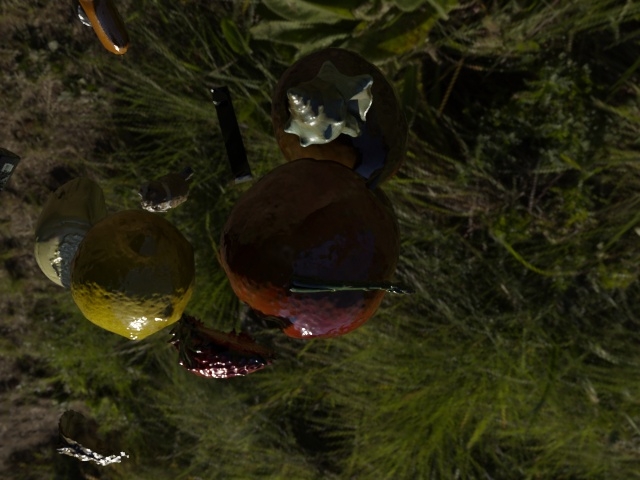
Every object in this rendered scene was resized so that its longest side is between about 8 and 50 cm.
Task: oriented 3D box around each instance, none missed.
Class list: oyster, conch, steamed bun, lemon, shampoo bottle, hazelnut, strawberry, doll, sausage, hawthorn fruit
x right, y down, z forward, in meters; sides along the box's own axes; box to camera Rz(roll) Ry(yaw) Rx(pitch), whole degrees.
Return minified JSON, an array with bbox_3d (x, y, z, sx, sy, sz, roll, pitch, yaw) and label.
[{"bbox_3d":[-0.631,0.563,1.786,0.111,0.204,0.396,-54,180,-23],"label":"oyster"},{"bbox_3d":[0.013,-0.220,1.016,0.137,0.114,0.234,-47,173,36],"label":"conch"},{"bbox_3d":[-0.623,-0.016,1.648,0.166,0.232,0.272,-3,136,-13],"label":"steamed bun"},{"bbox_3d":[-0.349,0.062,1.228,0.234,0.233,0.288,-17,159,-35],"label":"lemon"},{"bbox_3d":[-0.800,-0.072,1.494,0.309,0.071,0.098,-60,-179,3],"label":"shampoo bottle"},{"bbox_3d":[0.059,-0.323,1.809,0.352,0.421,0.421,-56,155,5],"label":"hazelnut"},{"bbox_3d":[-0.244,0.306,1.705,0.306,0.233,0.137,28,87,-36],"label":"strawberry"},{"bbox_3d":[-0.472,-0.156,2.031,0.105,0.115,0.221,-46,-179,36],"label":"doll"},{"bbox_3d":[-0.380,-0.396,1.139,0.062,0.054,0.183,7,148,18],"label":"sausage"},{"bbox_3d":[0.000,0.000,1.387,0.403,0.402,0.402,-28,158,-12],"label":"hawthorn fruit"}]

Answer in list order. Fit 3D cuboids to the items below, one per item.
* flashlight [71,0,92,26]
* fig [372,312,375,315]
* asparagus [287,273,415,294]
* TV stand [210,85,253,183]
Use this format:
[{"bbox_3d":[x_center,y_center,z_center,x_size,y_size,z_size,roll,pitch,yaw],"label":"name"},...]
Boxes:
[{"bbox_3d":[-0.450,-0.494,1.218,0.093,0.232,0.093,-20,150,-12],"label":"flashlight"},{"bbox_3d":[0.079,0.102,1.792,0.146,0.170,0.274,-38,142,-23],"label":"fig"},{"bbox_3d":[0.049,0.064,0.920,0.233,0.023,0.022,6,150,-38],"label":"asparagus"},{"bbox_3d":[-0.229,-0.273,1.685,0.049,0.256,0.040,-14,167,-6],"label":"TV stand"}]
